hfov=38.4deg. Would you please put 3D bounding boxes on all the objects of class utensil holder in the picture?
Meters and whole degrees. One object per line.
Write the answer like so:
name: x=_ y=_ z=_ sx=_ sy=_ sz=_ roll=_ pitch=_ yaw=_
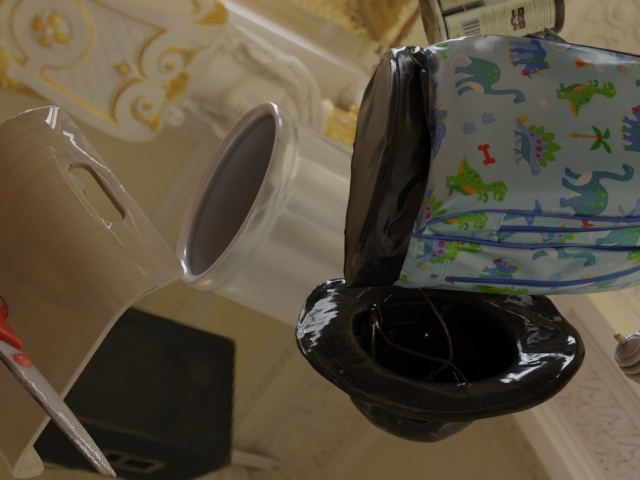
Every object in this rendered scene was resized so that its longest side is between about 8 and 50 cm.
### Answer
utensil holder: x=0.000 y=0.000 z=1.550 sx=0.327 sy=0.385 sz=0.328 roll=-45 pitch=-151 yaw=35

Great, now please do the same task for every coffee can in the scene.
coffee can: x=0.373 y=-0.519 z=2.034 sx=0.275 sy=0.202 sz=0.202 roll=-16 pitch=-130 yaw=0

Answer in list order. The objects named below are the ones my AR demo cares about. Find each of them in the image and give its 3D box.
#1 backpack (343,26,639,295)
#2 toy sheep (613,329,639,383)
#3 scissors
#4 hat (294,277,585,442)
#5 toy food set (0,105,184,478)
backpack: x=0.226 y=-0.074 z=0.961 sx=0.273 sy=0.355 sz=0.290 roll=121 pitch=-18 yaw=-56
toy sheep: x=0.523 y=0.187 z=1.488 sx=0.091 sy=0.132 sz=0.091 roll=-47 pitch=-168 yaw=13
scissors: x=-0.241 y=0.087 z=0.733 sx=0.297 sy=0.109 sz=0.021 roll=33 pitch=-84 yaw=19
hat: x=0.132 y=0.151 z=1.064 sx=0.331 sy=0.331 sz=0.134 roll=-136 pitch=-138 yaw=-53
toy food set: x=-0.269 y=0.056 z=0.879 sx=0.220 sy=0.092 sz=0.306 roll=50 pitch=-58 yaw=20
